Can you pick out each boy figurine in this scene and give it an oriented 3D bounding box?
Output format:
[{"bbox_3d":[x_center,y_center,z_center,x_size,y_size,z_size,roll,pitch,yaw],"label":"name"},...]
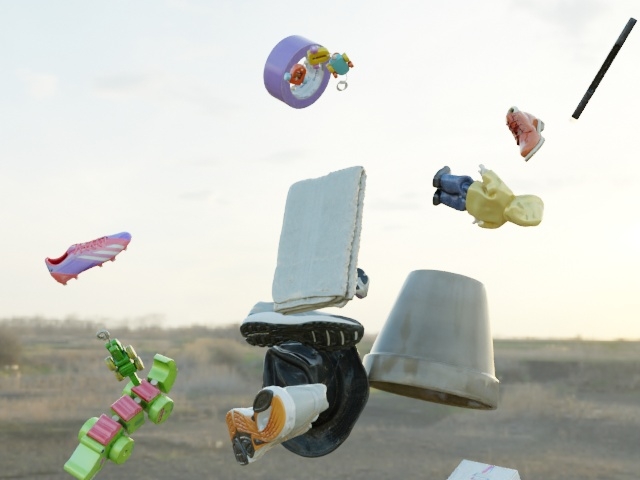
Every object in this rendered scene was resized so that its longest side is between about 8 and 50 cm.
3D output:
[{"bbox_3d":[0.411,-0.106,2.082,0.285,0.177,0.092,18,42,32],"label":"boy figurine"}]

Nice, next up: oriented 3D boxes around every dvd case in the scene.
[{"bbox_3d":[0.654,-0.390,1.984,0.022,0.253,0.180,31,11,10],"label":"dvd case"}]

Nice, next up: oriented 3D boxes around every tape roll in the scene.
[{"bbox_3d":[-0.062,-0.463,2.341,0.080,0.189,0.189,35,15,36],"label":"tape roll"}]

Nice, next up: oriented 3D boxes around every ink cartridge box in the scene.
[{"bbox_3d":[0.321,0.491,1.618,0.143,0.092,0.090,-1,28,45],"label":"ink cartridge box"}]

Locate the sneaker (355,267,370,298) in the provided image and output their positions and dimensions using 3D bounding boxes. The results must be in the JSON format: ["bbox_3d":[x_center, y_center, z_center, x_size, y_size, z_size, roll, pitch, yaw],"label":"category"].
[{"bbox_3d":[0.048,0.067,1.895,0.068,0.170,0.071,-28,-31,-12],"label":"sneaker"}]

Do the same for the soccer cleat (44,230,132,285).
[{"bbox_3d":[-0.645,0.033,2.370,0.248,0.095,0.083,-30,28,0],"label":"soccer cleat"}]

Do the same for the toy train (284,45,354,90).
[{"bbox_3d":[-0.003,-0.419,2.066,0.166,0.046,0.125,3,-46,-26],"label":"toy train"}]

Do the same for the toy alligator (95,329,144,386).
[{"bbox_3d":[-0.399,0.221,1.678,0.056,0.051,0.190,-29,-45,-9],"label":"toy alligator"}]

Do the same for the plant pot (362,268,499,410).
[{"bbox_3d":[0.273,0.226,1.980,0.323,0.280,0.323,12,-14,3],"label":"plant pot"}]

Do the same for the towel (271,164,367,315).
[{"bbox_3d":[0.000,0.000,1.596,0.187,0.282,0.049,-12,-30,39],"label":"towel"}]

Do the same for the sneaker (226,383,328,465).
[{"bbox_3d":[-0.070,0.306,1.427,0.121,0.099,0.262,-7,-19,-30],"label":"sneaker"}]

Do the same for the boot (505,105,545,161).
[{"bbox_3d":[0.407,-0.217,1.722,0.084,0.158,0.059,34,-57,-11],"label":"boot"}]

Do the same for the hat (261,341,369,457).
[{"bbox_3d":[-0.055,0.315,1.909,0.331,0.331,0.134,-5,-18,40],"label":"hat"}]

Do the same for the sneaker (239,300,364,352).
[{"bbox_3d":[-0.036,0.174,1.859,0.271,0.108,0.100,5,-49,13],"label":"sneaker"}]

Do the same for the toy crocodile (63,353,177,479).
[{"bbox_3d":[-0.449,0.405,1.950,0.115,0.340,0.105,29,-35,22],"label":"toy crocodile"}]
